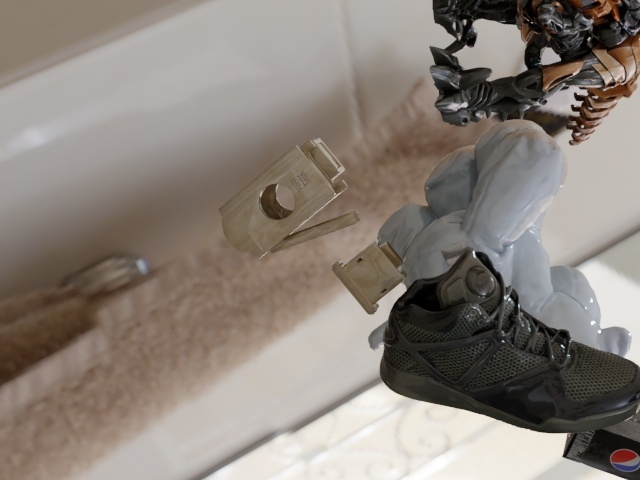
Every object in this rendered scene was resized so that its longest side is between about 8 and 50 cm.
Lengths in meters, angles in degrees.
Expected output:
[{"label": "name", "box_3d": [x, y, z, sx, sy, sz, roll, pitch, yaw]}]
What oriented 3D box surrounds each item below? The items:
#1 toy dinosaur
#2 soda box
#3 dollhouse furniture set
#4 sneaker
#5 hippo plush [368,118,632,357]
[{"label": "toy dinosaur", "box_3d": [0.203, -0.171, 1.290, 0.164, 0.218, 0.322, -86, 165, -51]}, {"label": "soda box", "box_3d": [0.313, 0.192, 1.426, 0.169, 0.060, 0.053, 20, -49, 3]}, {"label": "dollhouse furniture set", "box_3d": [0.000, 0.000, 1.451, 0.161, 0.101, 0.182, 51, 9, 0]}, {"label": "sneaker", "box_3d": [0.164, 0.084, 1.291, 0.227, 0.087, 0.130, 13, -50, 13]}, {"label": "hippo plush", "box_3d": [0.207, 0.038, 1.525, 0.236, 0.234, 0.294, 41, 17, -14]}]
